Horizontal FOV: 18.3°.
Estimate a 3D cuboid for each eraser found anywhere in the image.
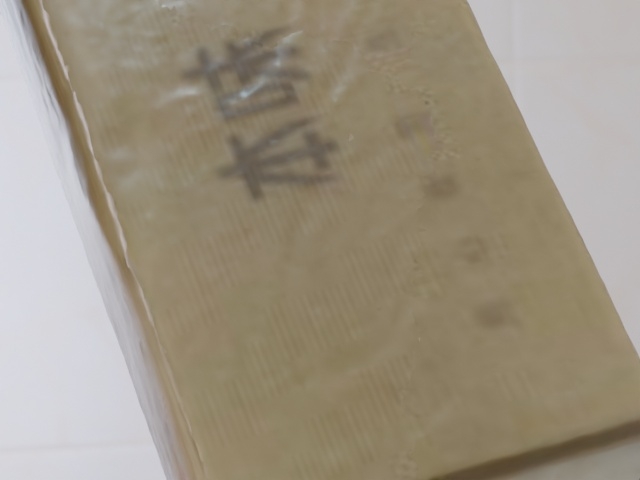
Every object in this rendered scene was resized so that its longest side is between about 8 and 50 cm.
[{"bbox_3d":[0.000,0.000,0.638,0.144,0.343,0.078,-16,-29,-14],"label":"eraser"}]
